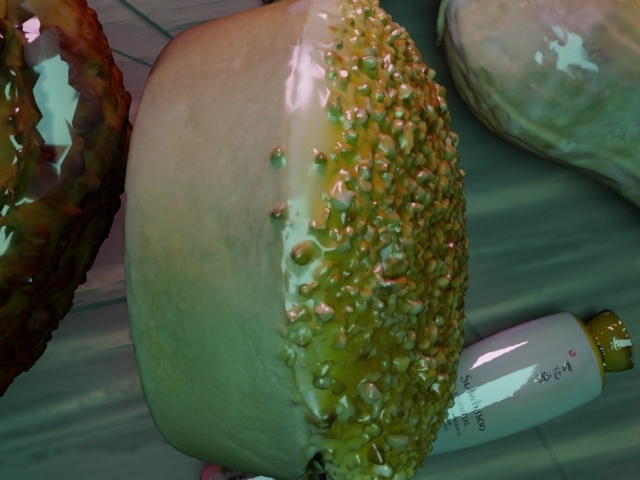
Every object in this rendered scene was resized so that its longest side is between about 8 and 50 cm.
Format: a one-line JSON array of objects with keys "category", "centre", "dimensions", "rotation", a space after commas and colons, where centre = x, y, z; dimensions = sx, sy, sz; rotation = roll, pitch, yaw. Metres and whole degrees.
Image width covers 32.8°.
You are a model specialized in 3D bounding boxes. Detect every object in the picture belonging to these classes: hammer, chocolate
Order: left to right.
[{"category": "hammer", "centre": [-0.041, 0.164, 0.754], "dimensions": [0.083, 0.043, 0.043], "rotation": [-18, 95, -9]}, {"category": "chocolate", "centre": [0.211, -0.089, 0.738], "dimensions": [0.309, 0.134, 0.134], "rotation": [31, 88, -10]}]

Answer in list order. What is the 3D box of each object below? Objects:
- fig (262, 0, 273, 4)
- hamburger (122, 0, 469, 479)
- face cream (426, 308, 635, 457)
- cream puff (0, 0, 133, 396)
[{"category": "fig", "centre": [0.035, -0.209, 0.713], "dimensions": [0.128, 0.128, 0.150], "rotation": [15, 110, -9]}, {"category": "hamburger", "centre": [0.000, 0.000, 0.634], "dimensions": [0.170, 0.302, 0.302], "rotation": [2, 92, 9]}, {"category": "face cream", "centre": [0.133, 0.101, 0.772], "dimensions": [0.182, 0.051, 0.072], "rotation": [-20, 91, -8]}, {"category": "cream puff", "centre": [-0.260, -0.049, 0.616], "dimensions": [0.350, 0.229, 0.350], "rotation": [0, 90, 15]}]
